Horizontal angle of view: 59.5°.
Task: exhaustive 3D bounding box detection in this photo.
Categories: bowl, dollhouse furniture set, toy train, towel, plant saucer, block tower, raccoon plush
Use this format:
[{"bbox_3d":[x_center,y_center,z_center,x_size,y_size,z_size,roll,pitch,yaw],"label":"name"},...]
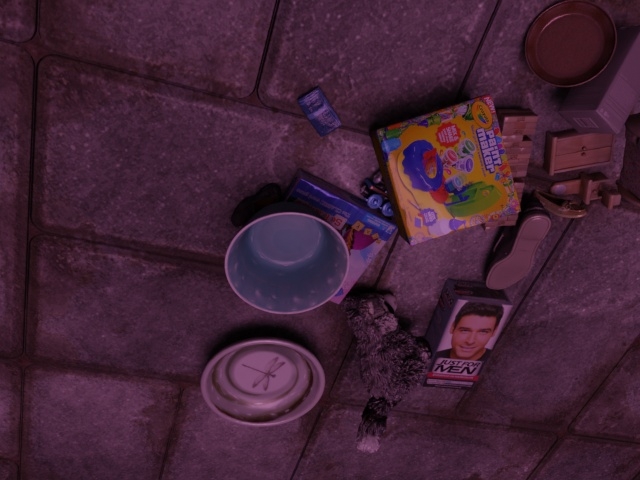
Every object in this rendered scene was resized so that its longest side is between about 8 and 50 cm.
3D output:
[{"bbox_3d":[-0.086,0.023,1.461,0.312,0.163,0.311,-2,122,-3],"label":"bowl"},{"bbox_3d":[0.719,-0.153,1.405,0.174,0.355,0.303,-10,124,1],"label":"dollhouse furniture set"},{"bbox_3d":[0.199,-0.121,1.534,0.184,0.080,0.105,27,107,-19],"label":"toy train"},{"bbox_3d":[-0.002,-0.321,1.407,0.067,0.029,0.119,-29,121,13],"label":"towel"},{"bbox_3d":[-0.187,0.444,1.836,0.401,0.100,0.400,-3,123,-5],"label":"plant saucer"},{"bbox_3d":[0.497,-0.190,1.512,0.097,0.091,0.335,-2,124,-4],"label":"block tower"},{"bbox_3d":[0.150,0.367,1.669,0.299,0.446,0.216,38,145,-25],"label":"raccoon plush"},{"bbox_3d":[0.592,-0.465,1.333,0.199,0.036,0.198,3,98,20],"label":"plant saucer"}]

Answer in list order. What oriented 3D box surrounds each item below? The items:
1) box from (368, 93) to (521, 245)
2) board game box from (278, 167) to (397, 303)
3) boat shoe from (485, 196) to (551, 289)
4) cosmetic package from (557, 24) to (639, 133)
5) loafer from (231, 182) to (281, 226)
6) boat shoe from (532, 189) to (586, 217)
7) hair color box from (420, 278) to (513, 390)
[{"bbox_3d":[0.301,-0.176,1.389,0.279,0.177,0.289,-18,100,2],"label":"box"},{"bbox_3d":[0.000,0.000,1.591,0.319,0.065,0.318,24,117,-19],"label":"board game box"},{"bbox_3d":[0.577,0.014,1.650,0.112,0.095,0.335,10,136,-4],"label":"boat shoe"},{"bbox_3d":[0.695,-0.383,1.342,0.107,0.127,0.237,33,89,-24],"label":"cosmetic package"},{"bbox_3d":[-0.178,-0.088,1.517,0.170,0.061,0.062,-39,120,18],"label":"loafer"},{"bbox_3d":[0.666,-0.103,1.566,0.056,0.153,0.048,-27,125,-32],"label":"boat shoe"},{"bbox_3d":[0.454,0.312,1.818,0.186,0.113,0.374,7,121,-11],"label":"hair color box"}]
